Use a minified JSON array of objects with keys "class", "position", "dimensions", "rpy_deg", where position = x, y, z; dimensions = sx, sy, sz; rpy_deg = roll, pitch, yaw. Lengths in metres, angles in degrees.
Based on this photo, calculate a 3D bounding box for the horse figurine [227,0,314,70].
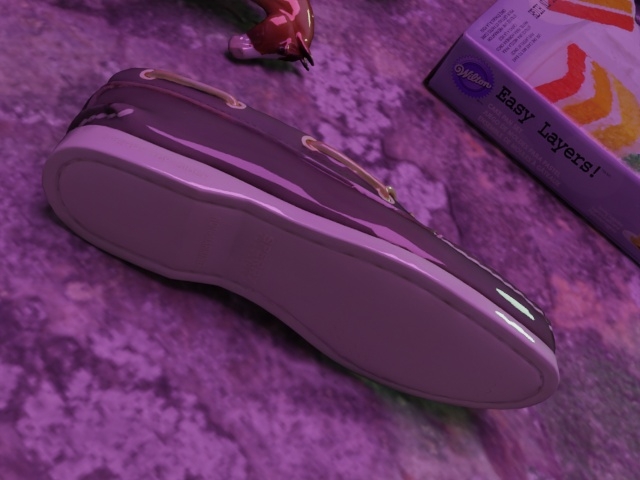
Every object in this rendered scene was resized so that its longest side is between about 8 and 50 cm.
[{"class":"horse figurine","position":[-0.097,-0.243,0.875],"dimensions":[0.175,0.066,0.263],"rpy_deg":[0,61,-19]}]

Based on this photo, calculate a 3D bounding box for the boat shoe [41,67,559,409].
[{"class":"boat shoe","position":[0.002,-0.003,0.708],"dimensions":[0.305,0.109,0.091],"rpy_deg":[26,48,-6]}]

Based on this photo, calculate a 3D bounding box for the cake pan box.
[{"class":"cake pan box","position":[0.246,-0.119,0.985],"dimensions":[0.246,0.070,0.267],"rpy_deg":[43,48,5]}]
